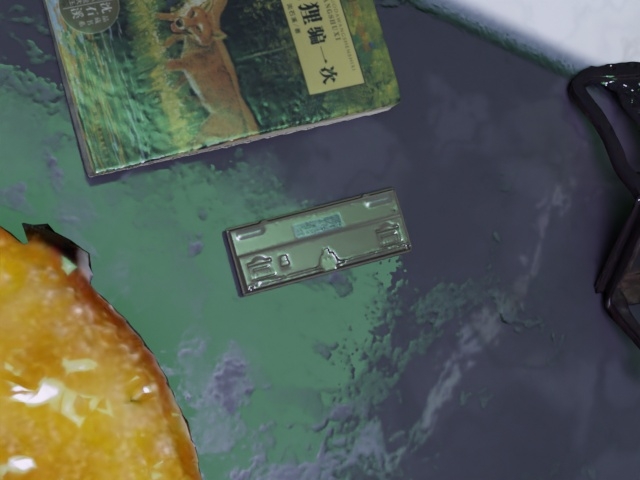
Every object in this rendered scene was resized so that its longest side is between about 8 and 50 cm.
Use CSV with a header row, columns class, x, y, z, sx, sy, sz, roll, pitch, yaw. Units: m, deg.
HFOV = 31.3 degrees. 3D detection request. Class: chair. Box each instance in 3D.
class,x,y,z,sx,sy,sz,roll,pitch,yaw
chair,0.259,-0.019,0.854,0.106,0.113,0.229,-5,46,-17

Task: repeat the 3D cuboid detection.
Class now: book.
class,x,y,z,sx,sy,sz,roll,pitch,yaw
book,-0.069,-0.144,0.799,0.228,0.024,0.160,-14,84,-17

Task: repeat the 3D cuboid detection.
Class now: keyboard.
class,x,y,z,sx,sy,sz,roll,pitch,yaw
keyboard,0.000,0.000,0.805,0.129,0.015,0.049,-15,82,-17

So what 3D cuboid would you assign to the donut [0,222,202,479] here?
class,x,y,z,sx,sy,sz,roll,pitch,yaw
donut,-0.246,0.180,0.552,0.377,0.163,0.435,-8,64,-27
